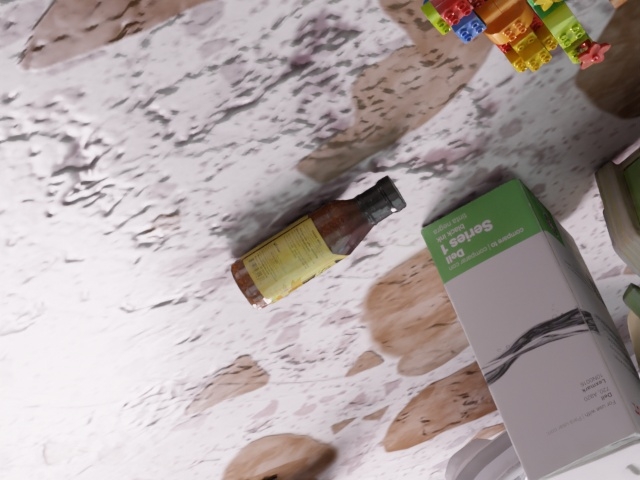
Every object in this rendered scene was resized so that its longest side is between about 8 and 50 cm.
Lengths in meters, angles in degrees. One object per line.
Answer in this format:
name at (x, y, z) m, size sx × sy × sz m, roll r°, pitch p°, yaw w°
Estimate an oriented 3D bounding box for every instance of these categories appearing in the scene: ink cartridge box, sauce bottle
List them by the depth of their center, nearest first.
sauce bottle at (0.000, 0.000, 0.999) m, size 0.128 × 0.042 × 0.042 m, roll -31°, pitch 152°, yaw 7°
ink cartridge box at (0.178, 0.085, 1.104) m, size 0.092 × 0.219 × 0.160 m, roll -28°, pitch 153°, yaw 15°

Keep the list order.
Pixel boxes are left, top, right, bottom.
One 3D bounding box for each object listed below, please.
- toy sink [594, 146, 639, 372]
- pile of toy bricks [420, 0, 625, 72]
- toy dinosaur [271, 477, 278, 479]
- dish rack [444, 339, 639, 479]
toy sink at (0.295, -0.016, 1.090) m, size 0.234 × 0.131 × 0.153 m, roll -42°, pitch -166°, yaw 20°
pile of toy bricks at (0.122, -0.141, 0.811) m, size 0.118 × 0.105 × 0.212 m, roll -37°, pitch 151°, yaw 14°
toy dinosaur at (-0.006, 0.357, 1.415) m, size 0.127 × 0.200 × 0.296 m, roll -6°, pitch 145°, yaw -37°
dish rack at (0.221, 0.245, 1.476) m, size 0.332 × 0.072 × 0.286 m, roll -29°, pitch 143°, yaw -34°
